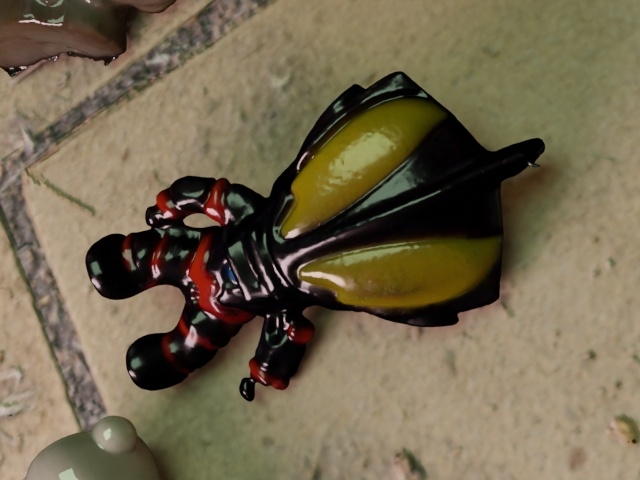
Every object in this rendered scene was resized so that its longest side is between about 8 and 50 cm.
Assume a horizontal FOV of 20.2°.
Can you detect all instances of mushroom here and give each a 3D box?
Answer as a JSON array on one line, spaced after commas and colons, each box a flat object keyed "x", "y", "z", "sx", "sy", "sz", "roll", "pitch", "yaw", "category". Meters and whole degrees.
[{"x": -0.170, "y": -0.188, "z": 1.065, "sx": 0.188, "sy": 0.117, "sz": 0.141, "roll": -5, "pitch": 61, "yaw": 30, "category": "mushroom"}]

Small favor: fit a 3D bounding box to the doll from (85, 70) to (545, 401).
[{"x": 0.000, "y": 0.003, "z": 0.928, "sx": 0.248, "sy": 0.127, "sz": 0.088, "roll": -18, "pitch": 33, "yaw": 19, "category": "doll"}]

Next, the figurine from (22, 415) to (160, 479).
[{"x": -0.097, "y": 0.175, "z": 0.943, "sx": 0.146, "sy": 0.081, "sz": 0.098, "roll": 61, "pitch": 148, "yaw": 22, "category": "figurine"}]
